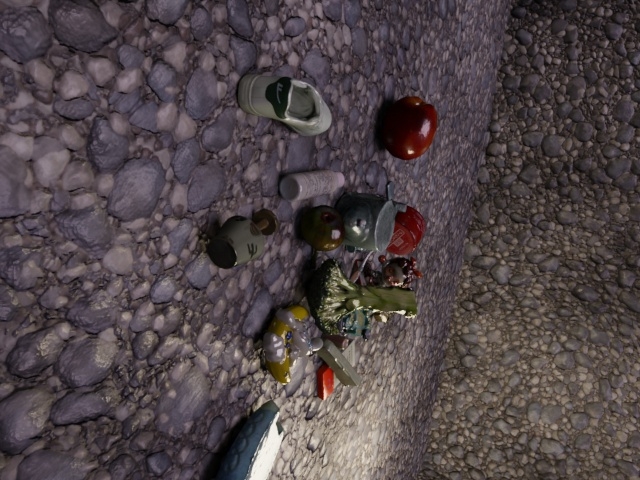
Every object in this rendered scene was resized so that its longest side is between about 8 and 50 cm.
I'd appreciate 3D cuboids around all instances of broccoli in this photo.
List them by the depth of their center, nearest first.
[{"bbox_3d":[0.130,0.209,1.492,0.221,0.361,0.252,-83,-162,-64],"label":"broccoli"}]

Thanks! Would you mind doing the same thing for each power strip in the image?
[{"bbox_3d":[0.062,0.461,1.680,0.286,0.080,0.048,55,46,-32],"label":"power strip"}]

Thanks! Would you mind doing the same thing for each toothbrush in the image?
[{"bbox_3d":[0.127,0.146,1.708,0.375,0.028,0.037,-55,158,-16],"label":"toothbrush"}]

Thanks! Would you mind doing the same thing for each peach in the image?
[{"bbox_3d":[0.335,-0.429,1.709,0.243,0.199,0.243,-164,-90,-81],"label":"peach"}]

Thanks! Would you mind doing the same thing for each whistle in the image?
[{"bbox_3d":[0.190,-0.103,1.629,0.405,0.168,0.188,-48,141,-45],"label":"whistle"}]

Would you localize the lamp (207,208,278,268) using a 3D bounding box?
[{"bbox_3d":[-0.182,-0.011,1.100,0.214,0.121,0.121,-42,136,-57],"label":"lamp"}]

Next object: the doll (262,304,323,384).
[{"bbox_3d":[-0.087,0.316,1.391,0.237,0.111,0.252,-56,134,-46],"label":"doll"}]

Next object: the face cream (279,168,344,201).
[{"bbox_3d":[-0.014,-0.171,1.345,0.269,0.082,0.082,-19,118,-55],"label":"face cream"}]

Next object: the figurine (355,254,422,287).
[{"bbox_3d":[0.285,0.141,1.763,0.160,0.226,0.183,21,55,-60],"label":"figurine"}]

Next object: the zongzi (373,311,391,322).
[{"bbox_3d":[0.288,0.253,2.031,0.189,0.081,0.178,-55,134,-41],"label":"zongzi"}]

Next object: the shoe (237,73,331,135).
[{"bbox_3d":[-0.038,-0.347,1.159,0.363,0.160,0.132,-3,106,-58],"label":"shoe"}]

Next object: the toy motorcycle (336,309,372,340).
[{"bbox_3d":[0.142,0.292,1.784,0.296,0.109,0.198,36,61,-55],"label":"toy motorcycle"}]

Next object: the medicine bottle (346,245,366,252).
[{"bbox_3d":[0.171,-0.002,1.743,0.208,0.053,0.090,-27,128,-52],"label":"medicine bottle"}]

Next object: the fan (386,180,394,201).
[{"bbox_3d":[0.305,-0.125,1.951,0.057,0.023,0.282,-39,132,-48],"label":"fan"}]

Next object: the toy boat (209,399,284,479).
[{"bbox_3d":[-0.223,0.645,1.331,0.330,0.123,0.215,-60,156,-45],"label":"toy boat"}]

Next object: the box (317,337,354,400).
[{"bbox_3d":[0.067,0.515,1.799,0.245,0.035,0.139,-33,129,-50],"label":"box"}]

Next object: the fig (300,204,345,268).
[{"bbox_3d":[0.000,0.000,1.421,0.149,0.149,0.245,-51,166,-36],"label":"fig"}]

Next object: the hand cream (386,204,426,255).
[{"bbox_3d":[0.335,-0.046,1.866,0.125,0.193,0.193,-48,139,-38],"label":"hand cream"}]

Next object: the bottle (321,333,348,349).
[{"bbox_3d":[0.053,0.371,1.656,0.045,0.096,0.045,-29,125,-52],"label":"bottle"}]
